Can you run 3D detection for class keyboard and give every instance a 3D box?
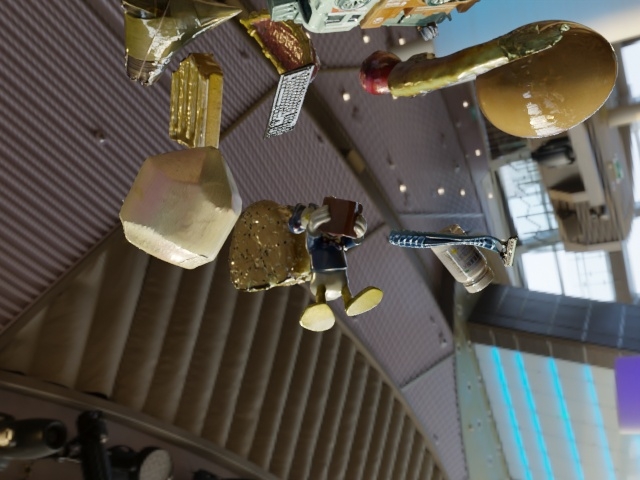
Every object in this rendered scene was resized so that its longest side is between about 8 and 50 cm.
[{"bbox_3d":[-0.056,-0.235,1.181,0.067,0.202,0.011,-24,-105,-20],"label":"keyboard"}]

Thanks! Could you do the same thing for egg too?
[{"bbox_3d":[0.599,-0.433,1.831,0.301,0.374,0.301,157,90,-87],"label":"egg"}]

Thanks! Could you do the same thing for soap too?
[{"bbox_3d":[-0.344,-0.390,1.904,0.080,0.160,0.257,-15,-59,-45],"label":"soap"}]

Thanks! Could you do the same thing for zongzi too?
[{"bbox_3d":[-0.387,-0.552,1.919,0.289,0.318,0.154,104,178,-47],"label":"zongzi"}]

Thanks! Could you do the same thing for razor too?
[{"bbox_3d":[0.266,0.004,1.396,0.042,0.253,0.082,-71,-19,-45],"label":"razor"}]

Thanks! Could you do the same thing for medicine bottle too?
[{"bbox_3d":[0.404,0.052,1.963,0.186,0.103,0.103,50,-143,-11],"label":"medicine bottle"}]

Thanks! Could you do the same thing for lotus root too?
[{"bbox_3d":[0.217,-0.431,1.389,0.083,0.037,0.030,-7,-102,-72],"label":"lotus root"}]

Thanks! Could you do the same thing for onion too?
[{"bbox_3d":[0.166,-0.452,1.863,0.131,0.131,0.131,26,-120,-55],"label":"onion"}]

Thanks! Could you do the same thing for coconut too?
[{"bbox_3d":[-0.203,-0.059,1.020,0.171,0.171,0.183,31,-97,-53],"label":"coconut"}]

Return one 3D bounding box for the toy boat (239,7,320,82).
[{"bbox_3d":[-0.081,-0.440,1.575,0.099,0.141,0.318,-10,-134,-30],"label":"toy boat"}]

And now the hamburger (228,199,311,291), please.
[{"bbox_3d":[-0.136,0.016,2.108,0.195,0.318,0.276,3,-105,-49],"label":"hamburger"}]

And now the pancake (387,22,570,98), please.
[{"bbox_3d":[0.264,-0.338,1.248,0.427,0.305,0.067,-72,-41,-74],"label":"pancake"}]

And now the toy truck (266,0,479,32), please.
[{"bbox_3d":[0.080,-0.382,1.027,0.338,0.184,0.133,-13,-99,-25],"label":"toy truck"}]

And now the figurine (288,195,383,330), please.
[{"bbox_3d":[0.000,0.000,1.636,0.338,0.205,0.283,-123,34,-46],"label":"figurine"}]
